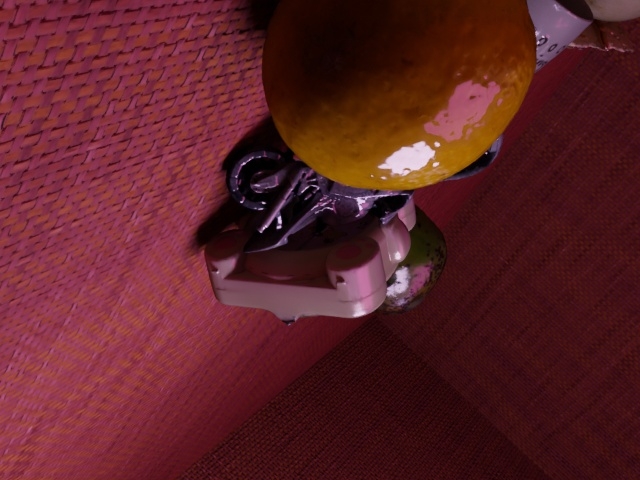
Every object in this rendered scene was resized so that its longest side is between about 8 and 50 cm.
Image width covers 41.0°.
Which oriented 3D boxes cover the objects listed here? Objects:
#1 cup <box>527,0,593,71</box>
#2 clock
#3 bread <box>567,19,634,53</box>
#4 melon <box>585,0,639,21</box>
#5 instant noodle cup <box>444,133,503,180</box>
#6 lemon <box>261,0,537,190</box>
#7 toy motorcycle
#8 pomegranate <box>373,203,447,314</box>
[{"bbox_3d":[0.297,-0.370,1.472,0.258,0.186,0.234,11,135,-42],"label":"cup"},{"bbox_3d":[0.000,0.000,1.342,0.309,0.284,0.114,-52,137,-51],"label":"clock"},{"bbox_3d":[0.523,-0.422,1.813,0.240,0.178,0.135,-1,142,-32],"label":"bread"},{"bbox_3d":[0.599,-0.560,1.649,0.308,0.271,0.272,-33,170,7],"label":"melon"},{"bbox_3d":[0.178,-0.242,1.272,0.181,0.258,0.302,-57,172,-28],"label":"instant noodle cup"},{"bbox_3d":[0.082,-0.196,0.929,0.297,0.297,0.297,-45,168,-12],"label":"lemon"},{"bbox_3d":[0.023,-0.085,1.201,0.307,0.173,0.108,-18,-154,-7],"label":"toy motorcycle"},{"bbox_3d":[0.140,0.012,1.957,0.285,0.285,0.340,-51,-169,18],"label":"pomegranate"}]
